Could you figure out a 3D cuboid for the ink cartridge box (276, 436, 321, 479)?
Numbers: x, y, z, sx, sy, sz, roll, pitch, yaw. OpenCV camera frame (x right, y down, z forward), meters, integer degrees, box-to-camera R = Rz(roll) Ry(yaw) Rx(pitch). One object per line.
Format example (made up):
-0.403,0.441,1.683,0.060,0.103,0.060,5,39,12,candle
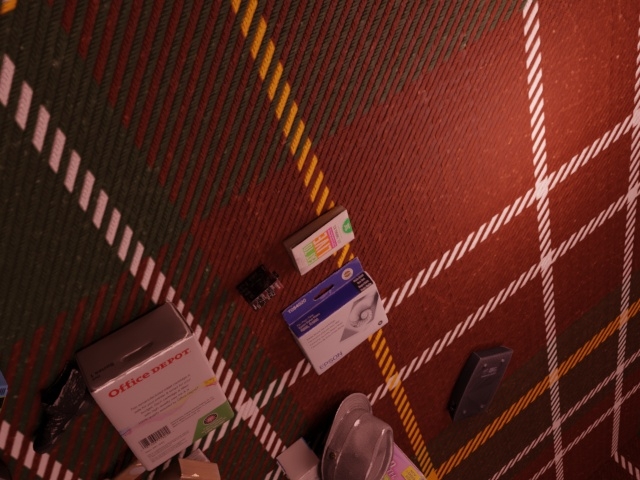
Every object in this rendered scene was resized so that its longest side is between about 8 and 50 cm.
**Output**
-0.037,0.607,1.690,0.090,0.092,0.143,-38,136,-11,ink cartridge box

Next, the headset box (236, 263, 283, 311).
-0.119,0.092,1.288,0.083,0.062,0.032,-41,136,-8,headset box

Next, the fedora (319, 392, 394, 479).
0.111,0.550,1.667,0.244,0.124,0.275,34,74,-55,fedora

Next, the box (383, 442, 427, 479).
0.218,0.683,1.850,0.117,0.213,0.243,-40,136,-9,box

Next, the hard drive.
0.497,0.446,2.012,0.172,0.054,0.254,-4,122,-35,hard drive

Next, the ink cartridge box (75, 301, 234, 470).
-0.311,0.283,1.235,0.201,0.117,0.278,-30,134,-17,ink cartridge box

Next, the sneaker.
-0.485,0.308,1.171,0.170,0.051,0.089,-47,136,-7,sneaker

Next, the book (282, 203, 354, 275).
0.000,0.000,1.341,0.144,0.035,0.096,-36,139,-14,book

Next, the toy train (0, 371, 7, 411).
-0.591,0.289,1.056,0.105,0.080,0.184,6,115,-46,toy train

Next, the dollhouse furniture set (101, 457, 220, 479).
-0.285,0.655,1.320,0.174,0.355,0.303,-42,137,19,dollhouse furniture set

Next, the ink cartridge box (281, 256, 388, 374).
0.041,0.179,1.483,0.223,0.045,0.224,-36,135,-11,ink cartridge box

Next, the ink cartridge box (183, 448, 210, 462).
-0.286,0.515,1.480,0.048,0.028,0.083,-34,135,-14,ink cartridge box

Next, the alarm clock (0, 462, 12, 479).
-0.623,0.472,1.167,0.129,0.064,0.192,-27,130,-20,alarm clock
